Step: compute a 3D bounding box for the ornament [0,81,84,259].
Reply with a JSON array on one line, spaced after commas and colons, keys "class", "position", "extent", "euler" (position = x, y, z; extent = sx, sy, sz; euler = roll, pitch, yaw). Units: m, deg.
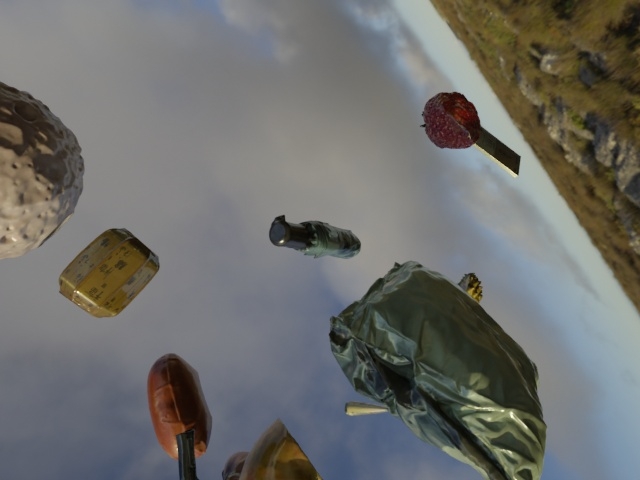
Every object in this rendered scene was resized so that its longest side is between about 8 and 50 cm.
[{"class": "ornament", "position": [-0.464, -0.088, 0.564], "extent": [0.225, 0.259, 0.259], "euler": [43, -148, -20]}]

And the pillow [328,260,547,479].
[{"class": "pillow", "position": [0.168, 0.152, 0.543], "extent": [0.283, 0.138, 0.310], "euler": [38, -158, 16]}]

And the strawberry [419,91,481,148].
[{"class": "strawberry", "position": [0.292, -0.262, 0.894], "extent": [0.131, 0.131, 0.148], "euler": [42, 174, -24]}]

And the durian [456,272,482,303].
[{"class": "durian", "position": [0.384, 0.195, 1.138], "extent": [0.078, 0.224, 0.140], "euler": [28, -150, 1]}]

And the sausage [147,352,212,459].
[{"class": "sausage", "position": [-0.338, 0.387, 0.967], "extent": [0.133, 0.133, 0.258], "euler": [19, -150, -47]}]

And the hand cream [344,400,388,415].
[{"class": "hand cream", "position": [0.135, 0.471, 1.149], "extent": [0.061, 0.143, 0.039], "euler": [37, -132, -51]}]

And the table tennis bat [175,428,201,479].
[{"class": "table tennis bat", "position": [-0.216, 0.441, 0.675], "extent": [0.150, 0.027, 0.236], "euler": [14, -120, -52]}]

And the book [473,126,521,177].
[{"class": "book", "position": [0.530, -0.285, 1.256], "extent": [0.199, 0.016, 0.138], "euler": [36, -135, -2]}]

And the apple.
[{"class": "apple", "position": [-0.087, 0.612, 1.011], "extent": [0.314, 0.252, 0.309], "euler": [-75, -29, -42]}]

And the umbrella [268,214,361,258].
[{"class": "umbrella", "position": [0.001, 0.002, 0.604], "extent": [0.053, 0.052, 0.250], "euler": [53, -163, 17]}]

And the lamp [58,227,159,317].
[{"class": "lamp", "position": [-0.467, 0.072, 0.912], "extent": [0.161, 0.161, 0.185], "euler": [45, -109, -20]}]

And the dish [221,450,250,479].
[{"class": "dish", "position": [-0.250, 0.808, 1.325], "extent": [0.213, 0.213, 0.090], "euler": [64, -173, 13]}]
